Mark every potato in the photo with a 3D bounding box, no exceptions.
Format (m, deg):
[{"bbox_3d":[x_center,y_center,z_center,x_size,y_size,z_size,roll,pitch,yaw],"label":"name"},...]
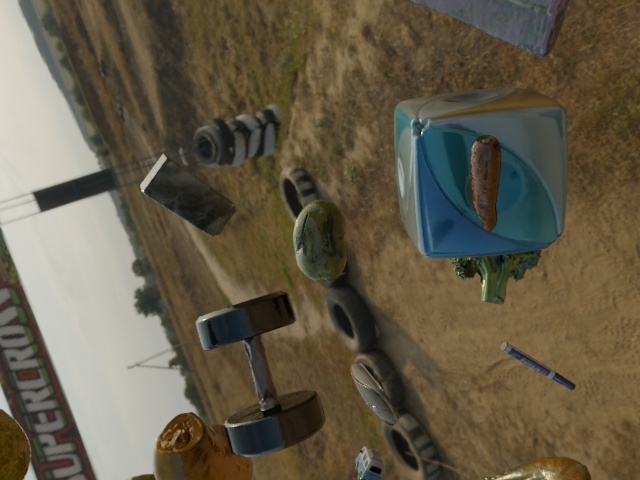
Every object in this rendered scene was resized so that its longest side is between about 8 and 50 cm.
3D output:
[{"bbox_3d":[0.000,0.000,1.628,0.143,0.169,0.248,-3,83,51],"label":"potato"}]

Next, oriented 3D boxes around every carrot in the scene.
[{"bbox_3d":[0.318,-0.098,1.041,0.059,0.059,0.248,51,166,43],"label":"carrot"}]

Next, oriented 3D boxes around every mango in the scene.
[{"bbox_3d":[-0.226,0.450,1.053,0.359,0.144,0.187,68,-153,-61],"label":"mango"}]

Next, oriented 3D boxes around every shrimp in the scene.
[{"bbox_3d":[0.323,0.396,0.854,0.217,0.115,0.051,-34,91,44],"label":"shrimp"}]

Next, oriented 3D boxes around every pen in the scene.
[{"bbox_3d":[0.534,0.310,1.328,0.204,0.025,0.025,31,160,-2],"label":"pen"}]

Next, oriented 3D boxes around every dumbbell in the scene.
[{"bbox_3d":[-0.090,0.200,0.831,0.152,0.152,0.218,144,109,-73],"label":"dumbbell"}]

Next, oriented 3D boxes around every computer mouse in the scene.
[{"bbox_3d":[0.135,0.402,1.423,0.126,0.056,0.245,59,173,-11],"label":"computer mouse"}]

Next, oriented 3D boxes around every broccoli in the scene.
[{"bbox_3d":[0.528,0.050,1.676,0.235,0.288,0.260,-100,21,-68],"label":"broccoli"}]

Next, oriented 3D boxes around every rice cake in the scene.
[{"bbox_3d":[0.214,-0.368,0.774,0.298,0.050,0.106,37,135,28],"label":"rice cake"}]

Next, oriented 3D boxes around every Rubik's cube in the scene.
[{"bbox_3d":[0.371,-0.175,1.328,0.352,0.347,0.352,-91,-6,-66],"label":"Rubik's cube"}]

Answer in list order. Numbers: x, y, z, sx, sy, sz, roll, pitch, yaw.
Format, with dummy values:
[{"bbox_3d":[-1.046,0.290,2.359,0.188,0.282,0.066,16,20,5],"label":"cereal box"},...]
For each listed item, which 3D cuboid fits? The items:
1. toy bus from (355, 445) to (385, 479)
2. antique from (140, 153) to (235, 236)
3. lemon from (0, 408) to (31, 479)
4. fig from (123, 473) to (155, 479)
[{"bbox_3d":[0.140,0.630,1.524,0.123,0.060,0.075,-133,66,-85],"label":"toy bus"},{"bbox_3d":[-0.268,-0.089,1.121,0.183,0.086,0.088,36,180,-26],"label":"antique"},{"bbox_3d":[-0.494,0.300,0.719,0.203,0.178,0.178,20,147,10],"label":"lemon"},{"bbox_3d":[-0.378,0.614,1.158,0.207,0.207,0.230,67,159,4],"label":"fig"}]
